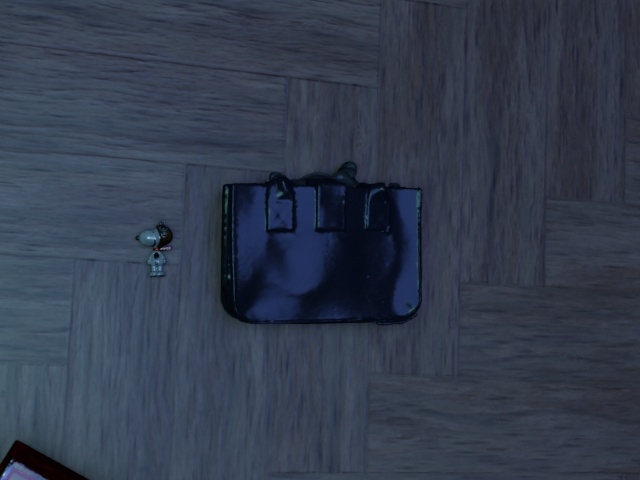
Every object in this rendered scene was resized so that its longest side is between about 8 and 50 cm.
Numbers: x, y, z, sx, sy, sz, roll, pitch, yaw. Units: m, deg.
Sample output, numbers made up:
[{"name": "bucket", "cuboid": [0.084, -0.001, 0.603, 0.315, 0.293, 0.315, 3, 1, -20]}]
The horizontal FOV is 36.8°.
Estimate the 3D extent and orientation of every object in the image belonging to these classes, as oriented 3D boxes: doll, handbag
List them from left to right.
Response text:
[{"name": "doll", "cuboid": [-0.258, 0.015, 1.534, 0.058, 0.040, 0.085, -20, 87, -5]}, {"name": "handbag", "cuboid": [0.000, 0.000, 1.574, 0.325, 0.118, 0.269, 1, 91, -18]}]

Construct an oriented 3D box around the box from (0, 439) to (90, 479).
[{"name": "box", "cuboid": [-0.329, 0.411, 1.392, 0.313, 0.197, 0.089, 34, 77, -12]}]
